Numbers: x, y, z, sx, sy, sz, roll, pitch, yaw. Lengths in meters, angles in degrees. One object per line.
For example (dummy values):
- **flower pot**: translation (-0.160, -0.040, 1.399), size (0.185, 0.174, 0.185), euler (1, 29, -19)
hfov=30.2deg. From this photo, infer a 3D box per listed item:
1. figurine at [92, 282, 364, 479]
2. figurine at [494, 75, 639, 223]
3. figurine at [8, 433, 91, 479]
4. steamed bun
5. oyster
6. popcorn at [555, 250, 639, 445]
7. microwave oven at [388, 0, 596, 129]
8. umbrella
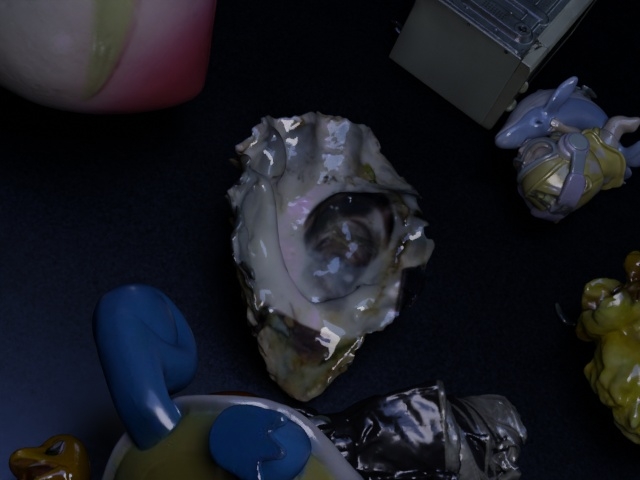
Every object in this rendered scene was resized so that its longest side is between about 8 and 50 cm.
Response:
- **figurine**: translation (-0.075, 0.232, 0.966), size (0.298, 0.243, 0.416), euler (-35, 97, 7)
- **figurine**: translation (0.301, -0.104, 1.409), size (0.209, 0.128, 0.183), euler (12, 59, -17)
- **figurine**: translation (-0.208, 0.250, 1.048), size (0.122, 0.121, 0.176), euler (14, 41, -40)
- **steamed bun**: translation (-0.226, -0.258, 1.244), size (0.309, 0.309, 0.309), euler (8, 57, -13)
- **oyster**: translation (-0.001, 0.001, 1.256), size (0.238, 0.115, 0.351), euler (16, 60, -19)
- **popcorn**: translation (0.353, 0.126, 1.276), size (0.195, 0.173, 0.168), euler (42, 77, -1)
- **microwave oven**: translation (0.224, -0.293, 1.489), size (0.194, 0.145, 0.240), euler (40, 56, 4)
- **umbrella**: translation (0.028, 0.201, 1.139), size (0.358, 0.106, 0.113), euler (1, 68, -17)
